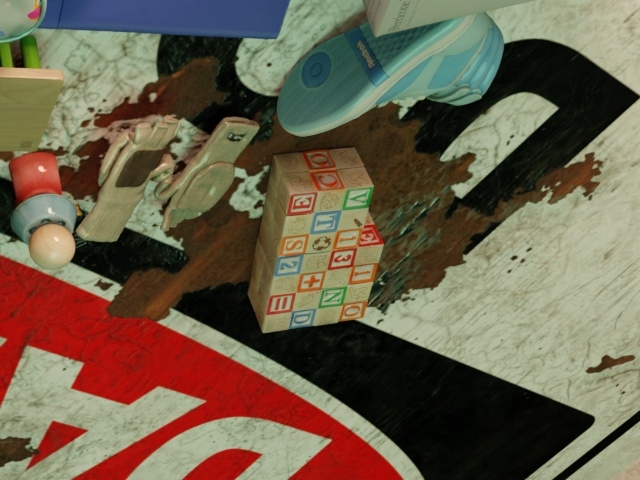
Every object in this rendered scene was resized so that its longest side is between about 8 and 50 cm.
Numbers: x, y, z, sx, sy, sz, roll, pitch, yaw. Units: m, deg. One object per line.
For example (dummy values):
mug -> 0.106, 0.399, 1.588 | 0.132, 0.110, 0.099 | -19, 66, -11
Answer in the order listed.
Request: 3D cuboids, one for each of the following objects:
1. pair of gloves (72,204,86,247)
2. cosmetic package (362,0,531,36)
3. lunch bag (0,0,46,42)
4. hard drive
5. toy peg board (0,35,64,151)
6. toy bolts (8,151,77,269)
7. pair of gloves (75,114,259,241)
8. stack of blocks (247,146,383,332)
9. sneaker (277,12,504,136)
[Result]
pair of gloves -> -0.363, -0.013, 1.968 | 0.074, 0.010, 0.083 | -19, 141, -6
cosmetic package -> 0.235, -0.393, 1.682 | 0.384, 0.156, 0.217 | -16, 165, -10
lunch bag -> -0.443, -0.315, 1.518 | 0.279, 0.108, 0.224 | -9, 138, -17
hard drive -> -0.175, -0.340, 1.675 | 0.318, 0.040, 0.210 | -1, 135, -25
toy peg board -> -0.416, -0.186, 1.716 | 0.161, 0.079, 0.161 | 0, 151, -25
toy bolts -> -0.429, 0.007, 1.841 | 0.228, 0.158, 0.218 | -15, 140, -11
pair of gloves -> -0.211, -0.090, 1.900 | 0.240, 0.042, 0.204 | -8, 137, -47
stack of blocks -> 0.000, 0.000, 2.102 | 0.171, 0.087, 0.297 | -7, 138, -19
sneaker -> 0.111, -0.215, 1.896 | 0.319, 0.127, 0.208 | -31, 148, 22
